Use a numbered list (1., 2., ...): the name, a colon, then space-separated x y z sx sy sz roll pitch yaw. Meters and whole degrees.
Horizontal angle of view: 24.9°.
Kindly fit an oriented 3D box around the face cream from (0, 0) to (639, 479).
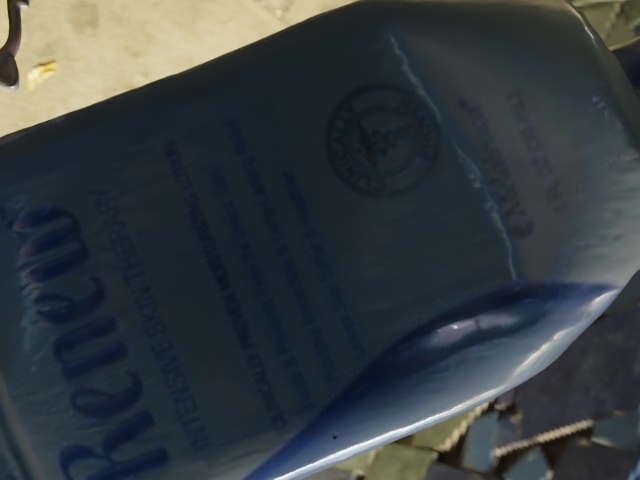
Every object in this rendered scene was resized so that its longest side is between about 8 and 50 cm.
1. face cream: 0.000 0.000 0.752 0.420 0.137 0.234 -22 89 -3

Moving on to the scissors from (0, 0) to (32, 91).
1. scissors: -0.363 -0.280 1.374 0.160 0.024 0.317 -13 77 -7
